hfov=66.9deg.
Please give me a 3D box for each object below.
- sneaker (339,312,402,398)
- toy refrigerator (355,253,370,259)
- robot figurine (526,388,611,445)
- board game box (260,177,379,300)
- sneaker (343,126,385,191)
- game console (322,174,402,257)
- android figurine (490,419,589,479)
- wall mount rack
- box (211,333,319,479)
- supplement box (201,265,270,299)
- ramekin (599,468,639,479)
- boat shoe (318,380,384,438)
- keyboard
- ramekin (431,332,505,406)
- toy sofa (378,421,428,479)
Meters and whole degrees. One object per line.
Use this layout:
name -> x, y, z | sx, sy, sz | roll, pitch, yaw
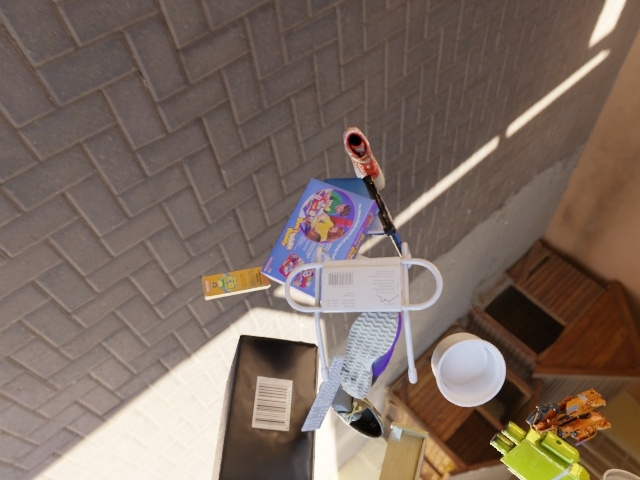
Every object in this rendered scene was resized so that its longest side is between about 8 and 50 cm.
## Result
sneaker -> 0.137, 0.244, 1.188 | 0.146, 0.102, 0.293 | -33, 149, -48
toy refrigerator -> 0.255, 0.142, 2.423 | 0.269, 0.102, 0.094 | 20, 88, -31
robot figurine -> 0.879, 0.657, 1.735 | 0.291, 0.085, 0.211 | -23, 105, -5
board game box -> 0.000, 0.000, 1.512 | 0.347, 0.233, 0.078 | -62, 154, -11
sneaker -> 0.159, -0.284, 1.766 | 0.090, 0.270, 0.145 | -25, -166, 8
game console -> 0.154, -0.080, 1.711 | 0.173, 0.293, 0.250 | -24, 138, 10
android figurine -> 0.612, 0.616, 1.329 | 0.056, 0.273, 0.248 | -38, 152, -36
wall mount rack -> 0.100, 0.161, 1.093 | 0.130, 0.350, 0.304 | 48, 42, -68
box -> -0.203, 0.657, 1.707 | 0.297, 0.480, 0.472 | 9, 142, -9
supplement box -> -0.300, 0.150, 1.720 | 0.233, 0.078, 0.080 | -10, 171, -14
ramekin -> 0.736, 0.662, 1.137 | 0.207, 0.207, 0.109 | -12, 129, -50
boat shoe -> 0.106, 0.528, 1.528 | 0.109, 0.091, 0.305 | -42, 124, 1
keyboard -> 0.018, 0.444, 1.403 | 0.072, 0.014, 0.256 | 9, 108, -46
ramekin -> 0.583, 0.507, 1.949 | 0.277, 0.277, 0.135 | -51, -172, 5
toy sofa -> 0.305, 0.910, 1.869 | 0.177, 0.150, 0.363 | 80, 27, -52
